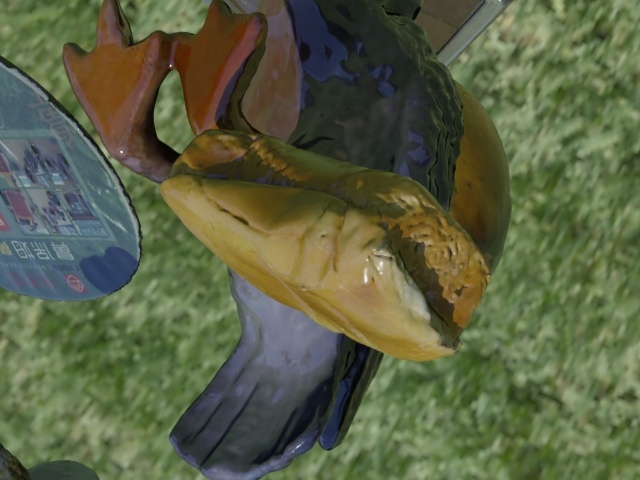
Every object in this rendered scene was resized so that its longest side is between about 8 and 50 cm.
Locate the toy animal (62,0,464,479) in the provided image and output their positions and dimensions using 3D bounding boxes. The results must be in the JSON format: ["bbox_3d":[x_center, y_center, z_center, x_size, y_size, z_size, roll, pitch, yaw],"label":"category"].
[{"bbox_3d":[-0.011,-0.041,0.847,0.122,0.185,0.298,-9,80,34],"label":"toy animal"}]

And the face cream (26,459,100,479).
[{"bbox_3d":[-0.146,0.245,1.212,0.070,0.114,0.224,-6,129,10],"label":"face cream"}]

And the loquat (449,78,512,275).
[{"bbox_3d":[0.036,-0.038,1.640,0.263,0.263,0.263,15,131,18],"label":"loquat"}]

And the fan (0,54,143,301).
[{"bbox_3d":[-0.192,-0.067,1.047,0.223,0.012,0.294,26,142,22],"label":"fan"}]

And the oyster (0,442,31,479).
[{"bbox_3d":[-0.179,0.141,0.933,0.083,0.019,0.054,-41,77,0],"label":"oyster"}]

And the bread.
[{"bbox_3d":[0.000,0.000,0.696,0.132,0.053,0.074,24,163,44],"label":"bread"}]

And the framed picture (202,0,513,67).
[{"bbox_3d":[-0.035,-0.222,1.293,0.324,0.020,0.240,44,147,0],"label":"framed picture"}]
